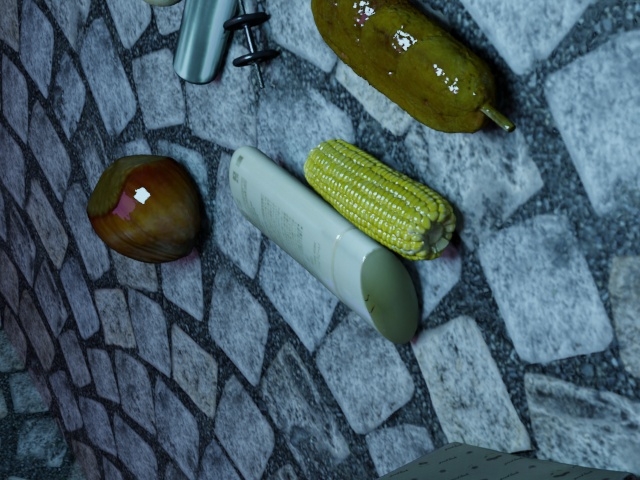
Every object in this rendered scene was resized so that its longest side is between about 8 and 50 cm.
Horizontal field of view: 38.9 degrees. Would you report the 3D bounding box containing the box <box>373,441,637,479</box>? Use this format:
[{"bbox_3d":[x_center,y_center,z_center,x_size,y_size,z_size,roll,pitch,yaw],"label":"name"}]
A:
[{"bbox_3d":[0.205,0.376,1.080,0.297,0.225,0.190,-6,99,56],"label":"box"}]

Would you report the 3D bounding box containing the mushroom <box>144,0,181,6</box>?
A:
[{"bbox_3d":[-0.286,-0.503,1.395,0.253,0.195,0.189,50,136,24],"label":"mushroom"}]

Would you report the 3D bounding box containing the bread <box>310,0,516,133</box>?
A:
[{"bbox_3d":[0.111,-0.219,1.074,0.344,0.084,0.124,43,158,34],"label":"bread"}]

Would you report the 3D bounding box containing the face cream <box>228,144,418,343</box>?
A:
[{"bbox_3d":[0.000,0.000,1.298,0.348,0.081,0.173,39,159,39],"label":"face cream"}]

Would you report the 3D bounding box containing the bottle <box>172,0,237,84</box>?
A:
[{"bbox_3d":[-0.171,-0.362,1.405,0.253,0.080,0.096,113,167,-45],"label":"bottle"}]

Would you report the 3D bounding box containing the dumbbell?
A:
[{"bbox_3d":[-0.104,-0.297,1.343,0.069,0.069,0.147,-9,97,55],"label":"dumbbell"}]

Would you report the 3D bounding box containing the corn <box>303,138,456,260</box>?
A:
[{"bbox_3d":[0.072,-0.056,1.187,0.244,0.093,0.093,35,131,42],"label":"corn"}]

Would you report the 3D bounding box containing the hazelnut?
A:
[{"bbox_3d":[-0.310,-0.062,1.650,0.210,0.210,0.186,128,142,-50],"label":"hazelnut"}]
